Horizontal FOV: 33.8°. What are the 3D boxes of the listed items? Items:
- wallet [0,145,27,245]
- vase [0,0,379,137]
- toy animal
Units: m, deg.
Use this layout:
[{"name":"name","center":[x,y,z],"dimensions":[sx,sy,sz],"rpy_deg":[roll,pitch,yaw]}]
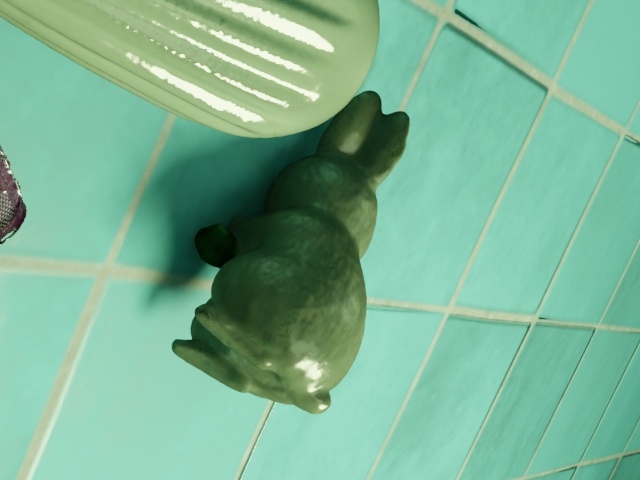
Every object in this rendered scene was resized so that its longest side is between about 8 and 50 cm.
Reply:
[{"name":"wallet","center":[-0.203,-0.035,0.486],"dimensions":[0.111,0.030,0.166],"rpy_deg":[-43,144,-25]},{"name":"vase","center":[-0.081,-0.129,0.507],"dimensions":[0.248,0.128,0.128],"rpy_deg":[13,104,-49]},{"name":"toy animal","center":[-0.006,0.007,0.734],"dimensions":[0.236,0.138,0.108],"rpy_deg":[-53,-179,-39]}]
